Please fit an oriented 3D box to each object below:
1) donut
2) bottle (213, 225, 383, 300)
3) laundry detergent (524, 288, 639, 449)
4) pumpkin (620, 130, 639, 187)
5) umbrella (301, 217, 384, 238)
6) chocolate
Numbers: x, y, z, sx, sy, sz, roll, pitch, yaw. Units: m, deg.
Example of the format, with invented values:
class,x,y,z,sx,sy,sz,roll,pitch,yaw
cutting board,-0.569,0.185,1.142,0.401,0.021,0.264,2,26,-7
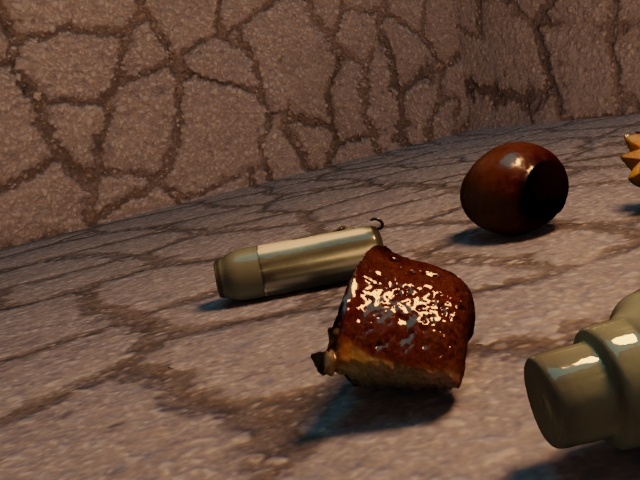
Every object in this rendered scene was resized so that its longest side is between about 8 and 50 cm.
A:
class,x,y,z,sx,sy,sz,roll,pitch,yaw
donut,0.080,0.074,0.734,0.126,0.144,0.186,13,-11,12
bottle,-0.031,0.039,1.182,0.254,0.079,0.096,-11,-28,-4
laundry detergent,0.339,0.063,0.558,0.398,0.124,0.264,-13,12,-4
pumpkin,0.612,-0.090,1.239,0.254,0.149,0.130,4,60,39
umbrella,0.003,0.004,1.473,0.269,0.044,0.044,-15,33,31
chocolate,0.309,-0.086,1.288,0.177,0.176,0.177,-10,10,2
